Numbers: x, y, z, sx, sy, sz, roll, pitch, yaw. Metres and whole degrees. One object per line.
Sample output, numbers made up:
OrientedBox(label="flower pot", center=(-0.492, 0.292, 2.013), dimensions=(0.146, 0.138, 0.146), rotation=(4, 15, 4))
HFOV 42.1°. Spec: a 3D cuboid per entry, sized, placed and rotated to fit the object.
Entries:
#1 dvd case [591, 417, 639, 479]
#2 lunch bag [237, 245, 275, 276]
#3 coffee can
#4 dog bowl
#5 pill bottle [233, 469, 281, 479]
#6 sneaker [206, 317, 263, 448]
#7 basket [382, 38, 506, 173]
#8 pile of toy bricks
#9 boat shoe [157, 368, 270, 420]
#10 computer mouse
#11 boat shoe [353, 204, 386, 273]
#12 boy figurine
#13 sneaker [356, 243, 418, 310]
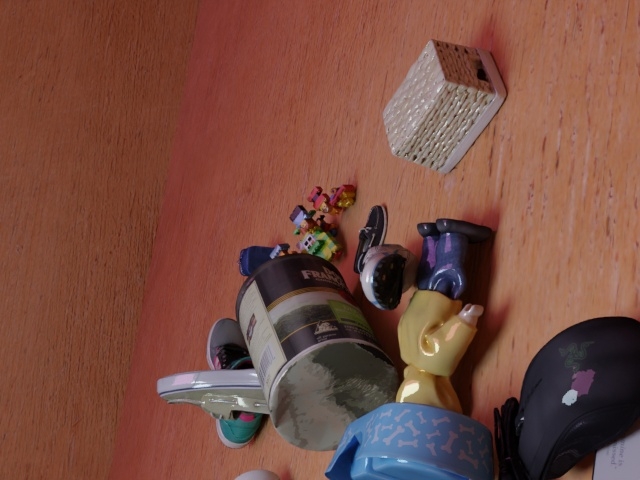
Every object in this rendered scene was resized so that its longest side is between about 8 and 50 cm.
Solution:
OrientedBox(label="dvd case", center=(0.330, 0.215, 0.721), dimensions=(0.253, 0.022, 0.180), rotation=(-19, 56, 64))
OrientedBox(label="lunch bag", center=(-0.134, 0.049, 1.819), dimensions=(0.065, 0.098, 0.067), rotation=(160, 114, -67))
OrientedBox(label="coffee can", center=(-0.014, 0.172, 1.339), dimensions=(0.202, 0.201, 0.275), rotation=(-68, 25, 21))
OrientedBox(label="dog bowl", center=(0.111, 0.269, 1.031), dimensions=(0.297, 0.165, 0.074), rotation=(125, 163, -65))
OrientedBox(label="pill bottle", center=(-0.098, 0.520, 1.457), dimensions=(0.221, 0.121, 0.121), rotation=(-110, 39, -52))
OrientedBox(label="sneaker", center=(-0.171, 0.268, 1.753), dimensions=(0.178, 0.123, 0.296), rotation=(123, 143, -50))
OrientedBox(label="basket", center=(0.175, -0.198, 1.217), dimensions=(0.167, 0.103, 0.113), rotation=(-55, 32, 41))
OrientedBox(label="pile of toy bricks", center=(0.000, 0.000, 1.551), dimensions=(0.105, 0.118, 0.212), rotation=(49, 120, 23))
OrientedBox(label="boat shoe", center=(-0.176, 0.297, 1.592), dimensions=(0.109, 0.302, 0.094), rotation=(34, -128, -68))
OrientedBox(label="computer mouse", center=(0.239, 0.179, 0.857), dimensions=(0.188, 0.072, 0.272), rotation=(-87, 18, -48))
OrientedBox(label="boat shoe", center=(0.082, -0.002, 1.415), dimensions=(0.046, 0.038, 0.125), rotation=(-178, 99, -67))
OrientedBox(label="boy figurine", center=(0.161, 0.115, 1.102), dimensions=(0.177, 0.092, 0.285), rotation=(161, 118, -68))
OrientedBox(label="sneaker", center=(0.084, 0.047, 1.187), dimensions=(0.237, 0.086, 0.085), rotation=(-6, -72, -76))
